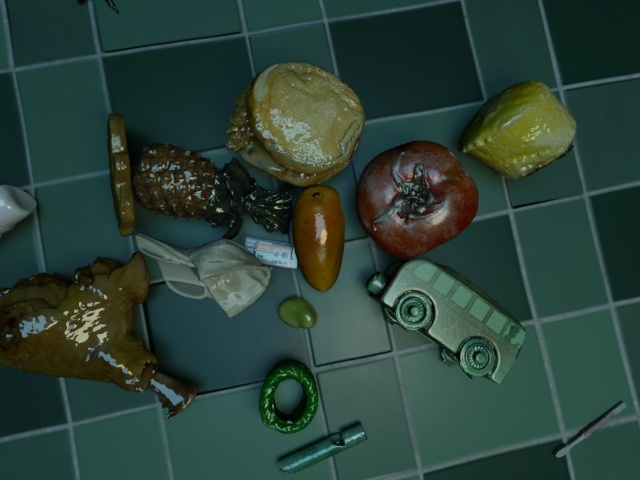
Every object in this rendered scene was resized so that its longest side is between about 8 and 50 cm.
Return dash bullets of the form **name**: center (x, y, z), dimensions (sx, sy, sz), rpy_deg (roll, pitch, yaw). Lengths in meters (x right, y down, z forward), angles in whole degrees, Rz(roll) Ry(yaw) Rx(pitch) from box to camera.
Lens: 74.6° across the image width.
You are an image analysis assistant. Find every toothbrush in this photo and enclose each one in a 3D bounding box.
- **toothbrush**: center (0.577, 0.405, 0.899), dimensions (0.194, 0.017, 0.014), rpy_deg (-32, 87, -5)

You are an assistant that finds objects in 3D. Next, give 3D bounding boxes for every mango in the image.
- **mango**: center (-0.006, 0.001, 0.838), dimensions (0.102, 0.141, 0.217), rpy_deg (-9, 106, -13)

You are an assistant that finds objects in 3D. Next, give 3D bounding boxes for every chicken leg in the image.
- **chicken leg**: center (-0.395, 0.166, 0.801), dimensions (0.409, 0.182, 0.295), rpy_deg (34, 68, -4)

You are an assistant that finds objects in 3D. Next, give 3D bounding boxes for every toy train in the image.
- **toy train**: center (0.246, 0.148, 0.846), dimensions (0.326, 0.129, 0.159), rpy_deg (35, 81, -1)

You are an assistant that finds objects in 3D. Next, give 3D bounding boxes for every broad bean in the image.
- **broad bean**: center (-0.046, 0.151, 0.871), dimensions (0.083, 0.045, 0.063), rpy_deg (22, 96, 6)

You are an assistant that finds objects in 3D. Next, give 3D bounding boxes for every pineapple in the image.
- **pineapple**: center (-0.204, -0.085, 0.840), dimensions (0.309, 0.141, 0.170), rpy_deg (14, 84, -10)

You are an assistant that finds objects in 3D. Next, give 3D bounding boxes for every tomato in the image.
- **tomato**: center (0.181, -0.081, 0.829), dimensions (0.231, 0.188, 0.232), rpy_deg (-2, 82, 13)

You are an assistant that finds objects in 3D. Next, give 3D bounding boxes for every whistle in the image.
- **whistle**: center (0.004, 0.426, 0.855), dimensions (0.186, 0.039, 0.039), rpy_deg (-23, 87, -4)

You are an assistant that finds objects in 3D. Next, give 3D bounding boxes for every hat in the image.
- **hat**: center (-0.227, 0.039, 0.819), dimensions (0.226, 0.219, 0.164), rpy_deg (41, 68, 18)

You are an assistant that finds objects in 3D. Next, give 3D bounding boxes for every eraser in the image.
- **eraser**: center (-0.105, 0.026, 0.882), dimensions (0.122, 0.029, 0.052), rpy_deg (10, 85, -3)

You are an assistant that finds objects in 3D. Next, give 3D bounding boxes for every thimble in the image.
- **thimble**: center (-0.063, 0.309, 0.833), dimensions (0.118, 0.090, 0.130), rpy_deg (34, 85, -2)

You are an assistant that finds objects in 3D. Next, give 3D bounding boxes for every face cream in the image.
- **face cream**: center (-0.735, 0.000, 0.812), dimensions (0.345, 0.102, 0.102), rpy_deg (-30, 88, -3)

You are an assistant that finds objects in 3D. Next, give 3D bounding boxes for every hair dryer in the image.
- **hair dryer**: center (-0.475, -0.518, 0.905), dimensions (0.079, 0.031, 0.083), rpy_deg (-39, 97, 5)

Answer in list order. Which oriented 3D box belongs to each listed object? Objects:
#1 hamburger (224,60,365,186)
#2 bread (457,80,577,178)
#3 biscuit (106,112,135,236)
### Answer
- **hamburger**: center (-0.045, -0.224, 0.833), dimensions (0.285, 0.146, 0.243), rpy_deg (-16, 72, -18)
- **bread**: center (0.395, -0.221, 0.857), dimensions (0.170, 0.197, 0.197), rpy_deg (39, 85, -7)
- **biscuit**: center (-0.388, -0.135, 0.809), dimensions (0.035, 0.184, 0.249), rpy_deg (-5, 75, -26)
